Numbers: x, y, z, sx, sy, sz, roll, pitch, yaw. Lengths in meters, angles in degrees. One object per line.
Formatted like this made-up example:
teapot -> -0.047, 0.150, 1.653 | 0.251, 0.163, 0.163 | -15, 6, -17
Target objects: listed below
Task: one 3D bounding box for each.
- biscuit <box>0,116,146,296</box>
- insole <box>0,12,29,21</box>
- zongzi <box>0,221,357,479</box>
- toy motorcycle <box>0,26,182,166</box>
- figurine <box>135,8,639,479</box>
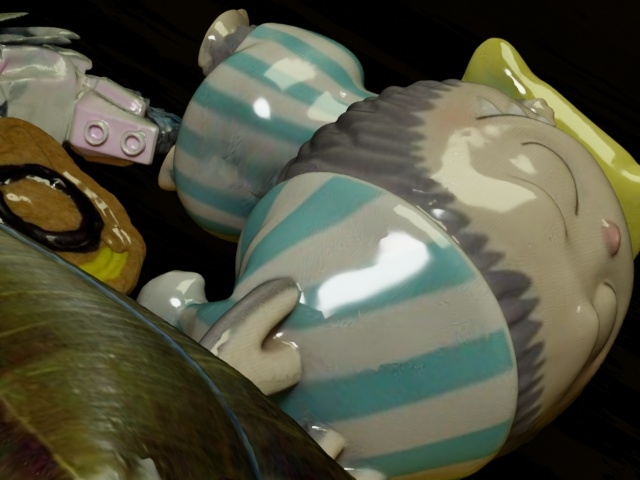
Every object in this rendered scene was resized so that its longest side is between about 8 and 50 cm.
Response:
biscuit -> -0.211, -0.012, 1.053 | 0.208, 0.041, 0.290 | -9, 50, -43
insole -> -0.344, -0.150, 1.249 | 0.109, 0.007, 0.322 | 4, 15, 40
zongzi -> -0.137, 0.090, 0.793 | 0.403, 0.208, 0.432 | 35, 10, 31
toy motorcycle -> -0.233, -0.095, 1.237 | 0.239, 0.108, 0.204 | 2, 13, 13
figurine -> 0.000, 0.000, 1.059 | 0.361, 0.266, 0.377 | 26, 19, 18
